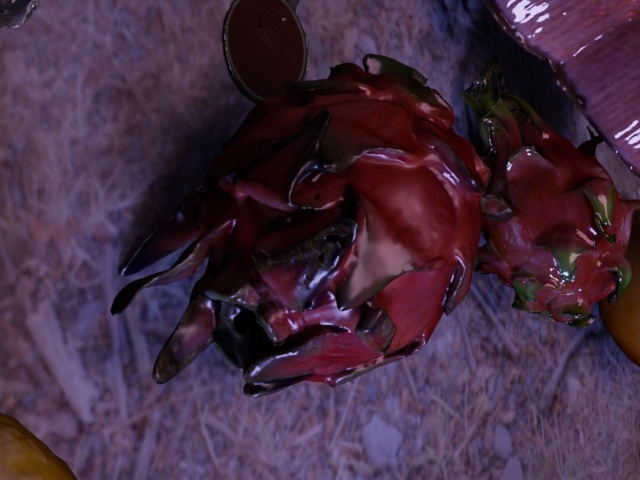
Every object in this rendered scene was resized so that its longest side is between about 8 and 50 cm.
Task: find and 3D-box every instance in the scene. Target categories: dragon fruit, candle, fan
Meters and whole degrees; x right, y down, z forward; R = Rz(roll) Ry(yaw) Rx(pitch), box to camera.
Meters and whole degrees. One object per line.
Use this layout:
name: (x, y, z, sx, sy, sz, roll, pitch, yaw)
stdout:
dragon fruit: (0.189, -0.042, 1.065, 0.137, 0.135, 0.236, 0, 68, -48)
candle: (0.270, -0.220, 1.102, 0.317, 0.131, 0.287, 50, 32, -12)
fan: (-0.028, -0.156, 0.910, 0.085, 0.005, 0.133, 49, 55, -34)
dragon fruit: (0.000, 0.000, 0.797, 0.274, 0.192, 0.193, -54, 135, -22)

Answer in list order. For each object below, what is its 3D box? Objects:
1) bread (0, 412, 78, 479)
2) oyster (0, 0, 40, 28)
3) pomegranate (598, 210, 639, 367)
bread: (-0.182, 0.169, 0.595, 0.170, 0.197, 0.197, -25, 106, -34)
oyster: (-0.199, -0.150, 0.704, 0.100, 0.037, 0.098, -17, 82, -27)
pomegranate: (0.360, 0.043, 1.208, 0.191, 0.191, 0.191, 4, 85, -48)
